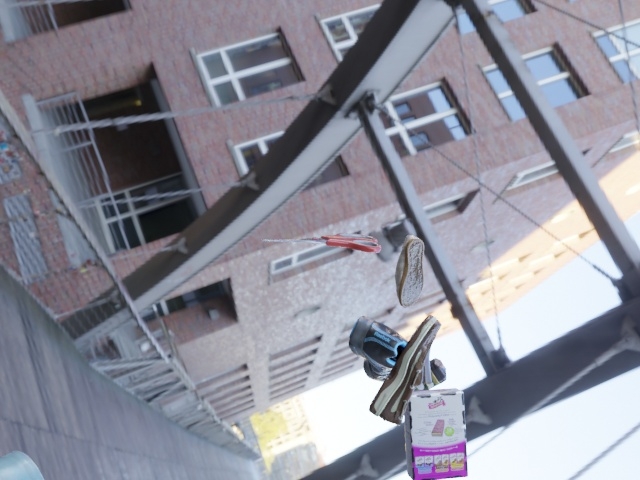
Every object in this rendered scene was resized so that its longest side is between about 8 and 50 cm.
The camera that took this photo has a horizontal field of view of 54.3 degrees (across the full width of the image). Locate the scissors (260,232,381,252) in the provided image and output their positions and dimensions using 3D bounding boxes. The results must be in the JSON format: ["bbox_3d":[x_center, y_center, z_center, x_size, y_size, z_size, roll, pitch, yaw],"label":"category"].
[{"bbox_3d":[0.000,0.000,1.412,0.109,0.297,0.021,-131,-133,-65],"label":"scissors"}]

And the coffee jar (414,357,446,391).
[{"bbox_3d":[0.341,0.474,2.122,0.079,0.184,0.096,57,13,0],"label":"coffee jar"}]

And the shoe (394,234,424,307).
[{"bbox_3d":[0.256,0.088,1.799,0.058,0.077,0.219,-138,-131,-60],"label":"shoe"}]

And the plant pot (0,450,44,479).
[{"bbox_3d":[-0.803,0.683,1.498,0.293,0.196,0.293,4,-84,38],"label":"plant pot"}]

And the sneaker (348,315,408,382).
[{"bbox_3d":[0.188,0.322,1.682,0.140,0.125,0.341,19,-17,31],"label":"sneaker"}]

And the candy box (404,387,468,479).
[{"bbox_3d":[0.317,0.534,1.729,0.071,0.159,0.233,161,-72,-81],"label":"candy box"}]

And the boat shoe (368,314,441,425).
[{"bbox_3d":[0.210,0.292,1.387,0.095,0.257,0.095,31,7,10],"label":"boat shoe"}]
